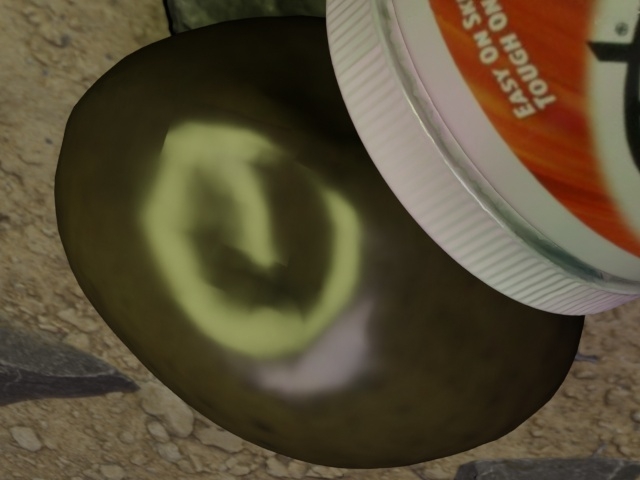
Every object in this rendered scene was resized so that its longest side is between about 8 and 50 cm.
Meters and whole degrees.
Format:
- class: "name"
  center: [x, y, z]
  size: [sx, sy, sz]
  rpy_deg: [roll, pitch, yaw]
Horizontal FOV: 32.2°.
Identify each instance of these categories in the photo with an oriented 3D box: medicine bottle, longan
- class: "medicine bottle"
  center: [0.170, -0.120, 0.519]
  size: [0.252, 0.252, 0.241]
  rpy_deg: [38, 137, -18]
- class: "longan"
  center: [0.000, 0.000, 0.711]
  size: [0.350, 0.288, 0.288]
  rpy_deg: [24, 139, 6]
